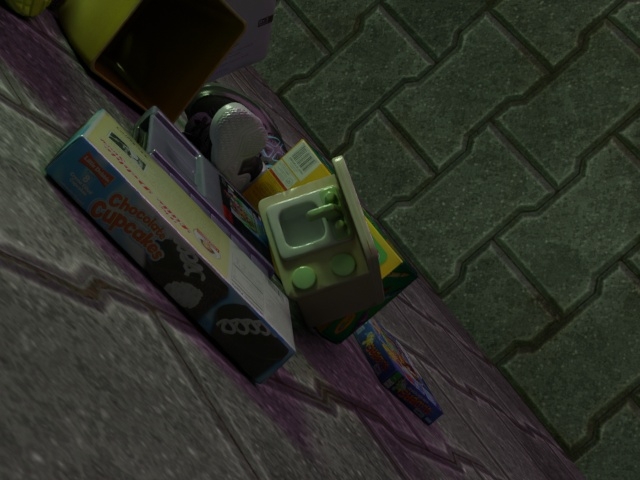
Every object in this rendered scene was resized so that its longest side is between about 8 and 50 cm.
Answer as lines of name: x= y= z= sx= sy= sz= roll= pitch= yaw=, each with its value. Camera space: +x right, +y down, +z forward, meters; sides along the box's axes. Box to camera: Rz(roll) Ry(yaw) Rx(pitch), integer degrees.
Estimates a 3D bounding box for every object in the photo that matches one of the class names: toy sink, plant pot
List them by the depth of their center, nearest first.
toy sink: x=0.000 y=0.008 z=1.616 sx=0.234 sy=0.131 sz=0.153 roll=75 pitch=-4 yaw=-72
plant pot: x=-0.285 y=-0.344 z=1.849 sx=0.187 sy=0.212 sz=0.212 roll=38 pitch=0 yaw=36

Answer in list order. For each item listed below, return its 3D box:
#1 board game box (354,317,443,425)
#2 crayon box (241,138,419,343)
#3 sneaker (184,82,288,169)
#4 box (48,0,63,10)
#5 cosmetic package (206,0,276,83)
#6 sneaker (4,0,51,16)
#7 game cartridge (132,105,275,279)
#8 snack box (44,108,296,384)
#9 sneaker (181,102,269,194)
board game box: x=0.122 y=0.206 z=1.963 sx=0.136 sy=0.035 sz=0.201 roll=44 pitch=9 yaw=-31
crayon box: x=0.000 y=0.000 z=1.810 sx=0.278 sy=0.165 sz=0.081 roll=52 pitch=8 yaw=26
sneaker: x=-0.110 y=-0.143 z=2.082 sx=0.341 sy=0.125 sz=0.140 roll=45 pitch=12 yaw=-6
box: x=-0.462 y=-0.446 z=1.857 sx=0.169 sy=0.054 sz=0.059 roll=49 pitch=7 yaw=-1
cosmetic package: x=-0.207 y=-0.497 z=2.298 sx=0.156 sy=0.217 sz=0.385 roll=50 pitch=-27 yaw=21
sneaker: x=-0.436 y=-0.398 z=1.685 sx=0.123 sy=0.109 sz=0.295 roll=18 pitch=19 yaw=-9
game cartridge: x=-0.162 y=-0.056 z=1.585 sx=0.230 sy=0.068 sz=0.355 roll=42 pitch=9 yaw=-18
snack box: x=-0.157 y=0.001 z=1.293 sx=0.322 sy=0.060 sz=0.187 roll=47 pitch=7 yaw=-13
sneaker: x=-0.161 y=-0.159 z=1.846 sx=0.153 sy=0.101 sz=0.268 roll=45 pitch=-14 yaw=21
